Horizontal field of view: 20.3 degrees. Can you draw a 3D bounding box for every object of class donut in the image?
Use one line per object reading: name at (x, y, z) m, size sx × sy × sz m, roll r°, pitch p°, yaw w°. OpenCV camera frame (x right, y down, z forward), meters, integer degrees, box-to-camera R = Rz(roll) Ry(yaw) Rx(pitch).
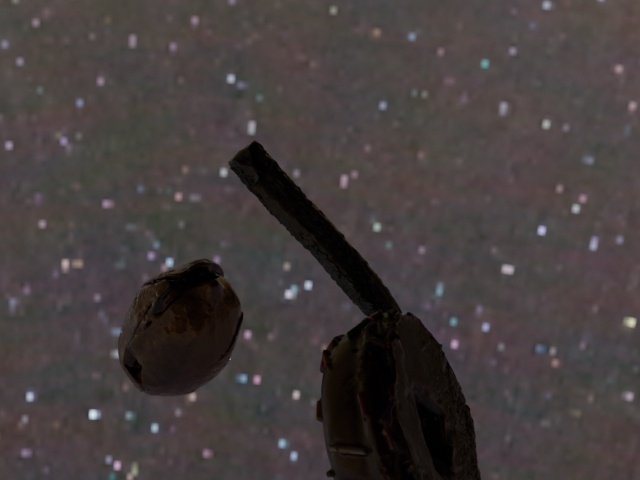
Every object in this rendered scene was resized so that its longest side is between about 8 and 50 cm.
donut at (0.079, 0.199, 1.762) m, size 0.103 × 0.269 × 0.269 m, roll -19°, pitch -155°, yaw 19°

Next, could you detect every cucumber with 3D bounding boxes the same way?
cucumber at (0.001, -0.001, 1.900) m, size 0.043 × 0.256 × 0.044 m, roll -42°, pitch -172°, yaw -5°

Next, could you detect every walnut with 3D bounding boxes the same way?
walnut at (-0.163, 0.105, 2.115) m, size 0.137 × 0.245 × 0.137 m, roll 17°, pitch -130°, yaw -21°
